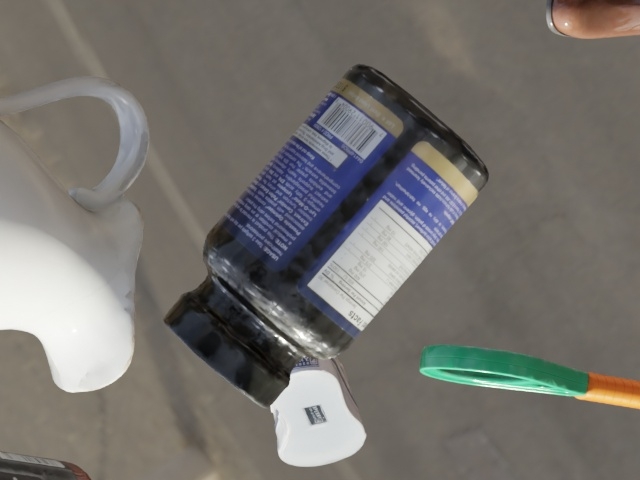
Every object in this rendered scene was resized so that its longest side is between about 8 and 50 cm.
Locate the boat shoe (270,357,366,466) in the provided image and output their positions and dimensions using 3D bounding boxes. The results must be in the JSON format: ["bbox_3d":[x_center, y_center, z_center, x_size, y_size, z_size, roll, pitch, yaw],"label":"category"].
[{"bbox_3d":[-0.008,0.147,1.894,0.258,0.095,0.084,87,174,-61],"label":"boat shoe"}]

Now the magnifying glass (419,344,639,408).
[{"bbox_3d":[0.185,0.110,1.511,0.092,0.231,0.026,-16,64,64],"label":"magnifying glass"}]

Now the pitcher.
[{"bbox_3d":[-0.184,-0.029,1.029,0.125,0.178,0.207,-5,157,43],"label":"pitcher"}]

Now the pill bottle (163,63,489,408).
[{"bbox_3d":[0.000,0.000,1.275,0.123,0.219,0.123,41,179,1],"label":"pill bottle"}]

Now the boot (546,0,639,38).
[{"bbox_3d":[0.433,-0.259,2.184,0.280,0.264,0.096,20,108,49],"label":"boot"}]

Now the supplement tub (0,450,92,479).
[{"bbox_3d":[-0.245,0.181,1.218,0.106,0.198,0.106,-19,65,47],"label":"supplement tub"}]
